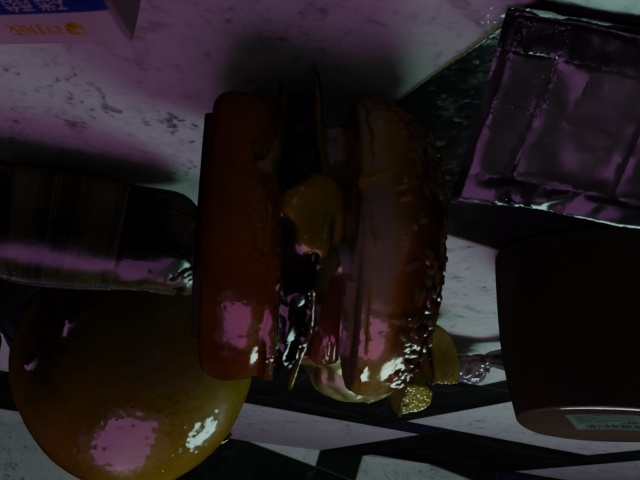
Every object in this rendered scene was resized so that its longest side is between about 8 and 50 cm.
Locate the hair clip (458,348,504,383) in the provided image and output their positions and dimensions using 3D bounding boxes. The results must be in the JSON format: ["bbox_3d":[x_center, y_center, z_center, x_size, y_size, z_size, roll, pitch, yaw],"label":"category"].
[{"bbox_3d":[0.267,0.212,1.555,0.300,0.069,0.173,-11,154,36],"label":"hair clip"}]

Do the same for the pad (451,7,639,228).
[{"bbox_3d":[0.238,-0.088,0.720,0.233,0.022,0.174,8,123,-5],"label":"pad"}]

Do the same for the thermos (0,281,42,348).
[{"bbox_3d":[-0.450,0.136,1.435,0.182,0.145,0.286,29,157,-5],"label":"thermos"}]

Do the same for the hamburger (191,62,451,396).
[{"bbox_3d":[0.000,0.000,0.794,0.225,0.291,0.291,1,159,-4],"label":"hamburger"}]

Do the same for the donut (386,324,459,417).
[{"bbox_3d":[0.161,0.198,1.456,0.078,0.146,0.181,0,146,-20],"label":"donut"}]

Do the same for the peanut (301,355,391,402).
[{"bbox_3d":[0.027,0.159,1.357,0.147,0.147,0.305,-4,146,23],"label":"peanut"}]

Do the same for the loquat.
[{"bbox_3d":[-0.236,0.176,1.207,0.328,0.328,0.359,-9,150,33],"label":"loquat"}]

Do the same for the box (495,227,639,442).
[{"bbox_3d":[0.362,0.132,1.128,0.301,0.216,0.301,4,161,1],"label":"box"}]

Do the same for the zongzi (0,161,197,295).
[{"bbox_3d":[-0.284,0.007,1.069,0.286,0.134,0.288,12,164,-12],"label":"zongzi"}]

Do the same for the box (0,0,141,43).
[{"bbox_3d":[-0.316,-0.208,0.597,0.343,0.065,0.200,1,159,10],"label":"box"}]
